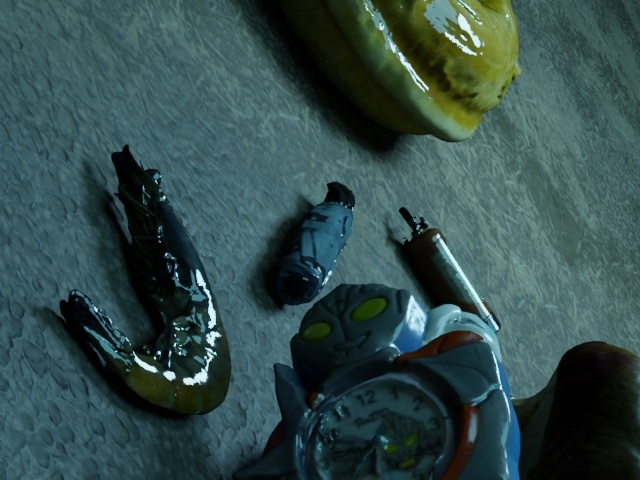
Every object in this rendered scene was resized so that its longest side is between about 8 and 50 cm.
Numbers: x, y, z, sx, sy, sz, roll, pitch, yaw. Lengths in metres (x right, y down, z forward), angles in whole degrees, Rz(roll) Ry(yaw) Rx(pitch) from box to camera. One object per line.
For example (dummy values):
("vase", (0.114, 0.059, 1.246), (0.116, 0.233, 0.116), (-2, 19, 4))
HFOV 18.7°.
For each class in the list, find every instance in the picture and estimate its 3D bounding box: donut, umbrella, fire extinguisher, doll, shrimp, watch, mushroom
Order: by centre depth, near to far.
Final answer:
("shrimp", (-0.157, 0.021, 1.599), (0.198, 0.051, 0.262), (17, 49, -59))
("watch", (0.068, 0.201, 1.679), (0.274, 0.241, 0.305), (61, 10, -47))
("mushroom", (0.244, 0.251, 1.943), (0.345, 0.259, 0.345), (13, 90, -76))
("umbrella", (0.000, 0.002, 1.965), (0.250, 0.052, 0.053), (-62, 164, -67))
("doll", (0.129, 0.131, 2.004), (0.181, 0.110, 0.107), (-57, 160, -61))
("fire extinguisher", (0.142, 0.038, 2.242), (0.177, 0.050, 0.062), (58, 2, -6))
("donut", (0.092, -0.315, 2.391), (0.449, 0.198, 0.449), (49, 25, -32))
